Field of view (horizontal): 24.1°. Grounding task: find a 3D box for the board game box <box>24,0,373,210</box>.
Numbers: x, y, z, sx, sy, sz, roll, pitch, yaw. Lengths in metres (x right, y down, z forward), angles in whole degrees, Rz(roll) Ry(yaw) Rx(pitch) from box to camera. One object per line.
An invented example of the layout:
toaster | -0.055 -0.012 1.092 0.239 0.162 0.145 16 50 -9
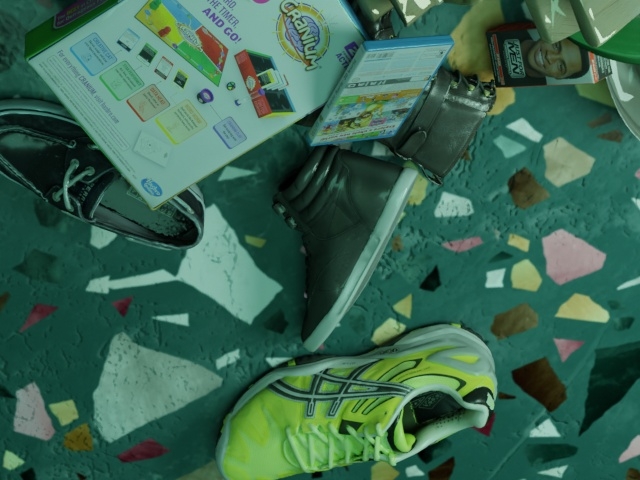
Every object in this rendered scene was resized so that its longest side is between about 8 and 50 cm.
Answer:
board game box | -0.123 -0.206 1.641 0.316 0.064 0.242 -30 125 10

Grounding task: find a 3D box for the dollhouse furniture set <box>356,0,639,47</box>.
dollhouse furniture set | 0.164 -0.428 1.486 0.256 0.362 0.394 -41 120 -21

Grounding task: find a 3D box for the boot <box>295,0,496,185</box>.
boot | 0.107 -0.208 1.779 0.229 0.091 0.263 15 116 -19

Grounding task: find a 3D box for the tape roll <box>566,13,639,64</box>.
tape roll | 0.361 -0.353 1.626 0.321 0.077 0.321 0 89 16

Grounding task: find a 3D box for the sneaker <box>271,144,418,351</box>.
sneaker | 0.000 0.000 1.852 0.147 0.104 0.296 28 125 5

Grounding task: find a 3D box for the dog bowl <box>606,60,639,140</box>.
dog bowl | 0.492 -0.256 1.783 0.349 0.102 0.349 -3 115 -5

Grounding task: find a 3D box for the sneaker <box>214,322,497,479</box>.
sneaker | 0.042 0.224 1.921 0.385 0.147 0.145 -23 116 5

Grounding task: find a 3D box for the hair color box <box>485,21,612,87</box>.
hair color box | 0.265 -0.219 1.752 0.043 0.141 0.072 -27 110 -43

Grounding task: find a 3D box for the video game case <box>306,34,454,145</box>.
video game case | 0.065 -0.166 1.673 0.119 0.015 0.166 -9 150 -32

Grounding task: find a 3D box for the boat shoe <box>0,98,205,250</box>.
boat shoe | -0.273 -0.069 1.775 0.301 0.102 0.108 28 108 -18
